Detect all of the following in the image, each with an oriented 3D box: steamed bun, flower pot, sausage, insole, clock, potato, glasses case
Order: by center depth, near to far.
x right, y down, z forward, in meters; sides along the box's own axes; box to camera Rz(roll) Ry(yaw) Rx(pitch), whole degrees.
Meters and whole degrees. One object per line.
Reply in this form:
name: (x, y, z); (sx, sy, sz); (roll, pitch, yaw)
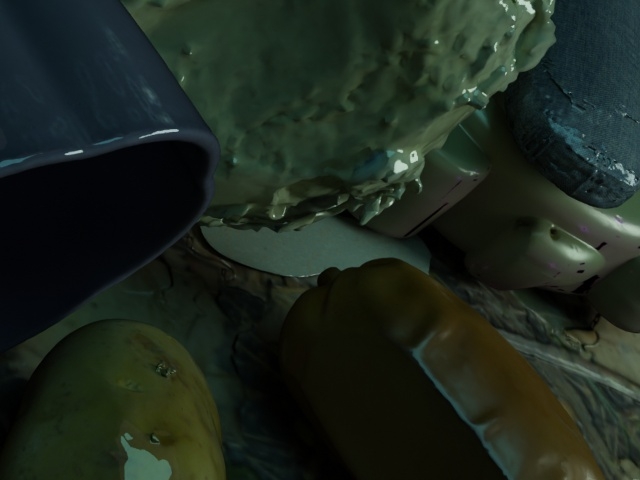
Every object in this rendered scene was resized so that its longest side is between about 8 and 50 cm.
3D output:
flower pot: (-0.217, -0.073, 0.772); (0.265, 0.265, 0.243); (-18, 72, -48)
potato: (-0.104, 0.115, 0.834); (0.118, 0.109, 0.178); (11, 41, -5)
sausage: (0.075, 0.112, 0.985); (0.241, 0.120, 0.136); (49, 25, 5)
steamed bun: (-0.028, -0.154, 1.003); (0.334, 0.233, 0.312); (-3, 37, 4)
insole: (0.000, 0.000, 1.105); (0.197, 0.004, 0.065); (7, 53, -38)
glasses case: (0.184, -0.134, 1.159); (0.109, 0.067, 0.282); (31, 42, -19)
clock: (0.151, -0.082, 1.228); (0.309, 0.114, 0.284); (31, 39, -22)
